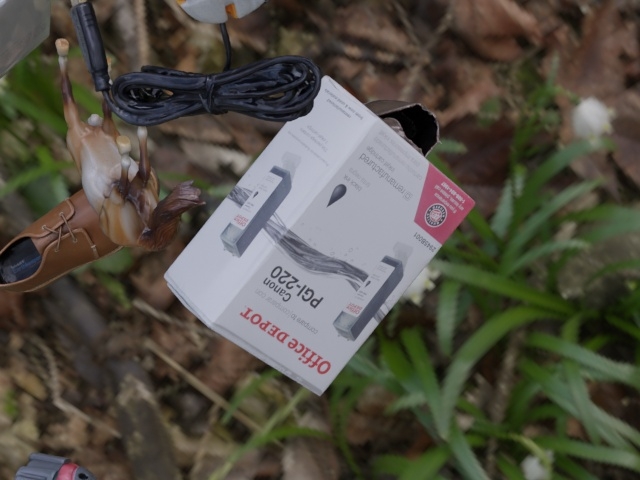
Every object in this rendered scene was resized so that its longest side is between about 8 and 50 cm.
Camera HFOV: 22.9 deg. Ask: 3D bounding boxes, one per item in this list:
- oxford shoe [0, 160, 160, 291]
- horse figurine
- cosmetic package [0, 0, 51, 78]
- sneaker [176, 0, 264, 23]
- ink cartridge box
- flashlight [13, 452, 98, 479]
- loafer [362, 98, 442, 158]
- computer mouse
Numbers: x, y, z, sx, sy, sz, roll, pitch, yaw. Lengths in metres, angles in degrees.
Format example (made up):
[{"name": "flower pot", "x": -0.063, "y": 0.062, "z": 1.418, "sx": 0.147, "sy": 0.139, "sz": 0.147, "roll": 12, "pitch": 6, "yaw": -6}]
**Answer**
[{"name": "oxford shoe", "x": -0.254, "y": -0.008, "z": 1.624, "sx": 0.212, "sy": 0.076, "sz": 0.076, "roll": -36, "pitch": 83, "yaw": 17}, {"name": "horse figurine", "x": -0.189, "y": -0.070, "z": 1.474, "sx": 0.066, "sy": 0.174, "sz": 0.263, "roll": -18, "pitch": 44, "yaw": -21}, {"name": "cosmetic package", "x": -0.386, "y": -0.277, "z": 1.874, "sx": 0.085, "sy": 0.231, "sz": 0.117, "roll": 43, "pitch": 70, "yaw": 4}, {"name": "sneaker", "x": -0.015, "y": -0.219, "z": 0.913, "sx": 0.215, "sy": 0.084, "sz": 0.083, "roll": -38, "pitch": 48, "yaw": -9}, {"name": "ink cartridge box", "x": 0.000, "y": 0.000, "z": 1.316, "sx": 0.218, "sy": 0.158, "sz": 0.092, "roll": -50, "pitch": 43, "yaw": 4}, {"name": "flashlight", "x": -0.197, "y": 0.319, "z": 1.797, "sx": 0.304, "sy": 0.103, "sz": 0.103, "roll": 9, "pitch": 19, "yaw": 10}, {"name": "loafer", "x": 0.052, "y": -0.093, "z": 1.847, "sx": 0.130, "sy": 0.134, "sz": 0.366, "roll": -18, "pitch": 19, "yaw": 24}, {"name": "computer mouse", "x": -0.095, "y": -0.201, "z": 1.041, "sx": 0.184, "sy": 0.262, "sz": 0.060, "roll": -6, "pitch": 18, "yaw": 31}]
